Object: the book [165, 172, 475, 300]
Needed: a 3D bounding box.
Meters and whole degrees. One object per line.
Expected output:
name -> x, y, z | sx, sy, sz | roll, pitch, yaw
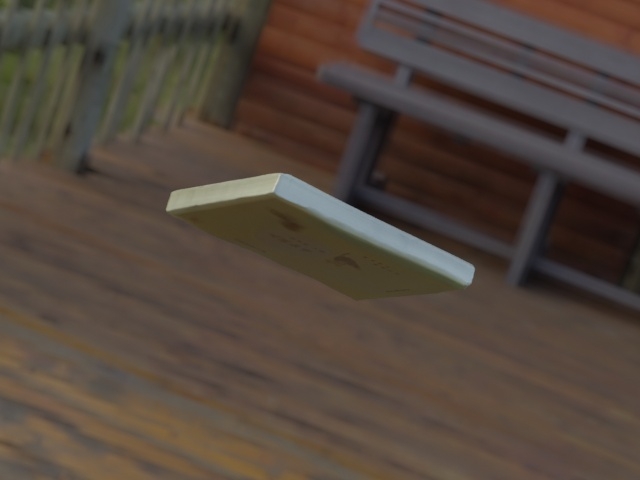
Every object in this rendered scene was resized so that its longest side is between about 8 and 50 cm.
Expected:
book -> 0.000, 0.001, 0.805 | 0.111, 0.014, 0.077 | 25, -20, -35
